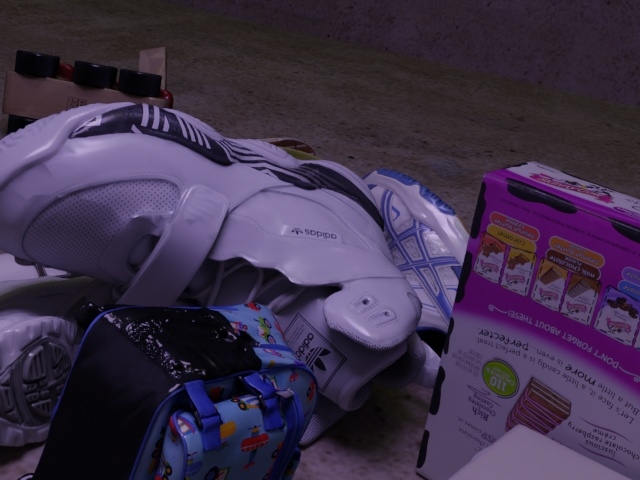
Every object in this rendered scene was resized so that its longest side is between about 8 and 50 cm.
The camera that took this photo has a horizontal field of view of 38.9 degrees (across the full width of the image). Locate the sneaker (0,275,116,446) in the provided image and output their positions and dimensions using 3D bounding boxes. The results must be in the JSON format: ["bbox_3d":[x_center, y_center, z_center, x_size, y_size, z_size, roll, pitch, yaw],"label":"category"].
[{"bbox_3d":[-0.226,0.079,0.659,0.115,0.091,0.232,7,11,11],"label":"sneaker"}]

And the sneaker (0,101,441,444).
[{"bbox_3d":[-0.061,0.027,0.658,0.365,0.137,0.210,8,40,-42],"label":"sneaker"}]

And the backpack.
[{"bbox_3d":[-0.069,0.117,0.532,0.117,0.158,0.173,34,18,30],"label":"backpack"}]

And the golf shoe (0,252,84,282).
[{"bbox_3d":[-0.228,0.015,0.794,0.198,0.094,0.077,0,24,-20],"label":"golf shoe"}]

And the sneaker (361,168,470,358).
[{"bbox_3d":[0.091,0.040,0.811,0.296,0.131,0.112,41,-6,49],"label":"sneaker"}]

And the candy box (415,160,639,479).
[{"bbox_3d":[0.164,0.084,0.594,0.159,0.234,0.071,27,27,36],"label":"candy box"}]

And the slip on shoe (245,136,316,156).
[{"bbox_3d":[-0.073,-0.121,1.290,0.135,0.052,0.041,-6,13,-22],"label":"slip on shoe"}]

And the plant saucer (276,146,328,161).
[{"bbox_3d":[0.000,0.000,0.910,0.240,0.037,0.241,25,35,-19],"label":"plant saucer"}]

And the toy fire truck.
[{"bbox_3d":[-0.310,-0.216,1.307,0.216,0.159,0.246,10,9,1],"label":"toy fire truck"}]

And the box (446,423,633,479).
[{"bbox_3d":[0.191,0.211,0.475,0.275,0.094,0.113,24,24,33],"label":"box"}]
